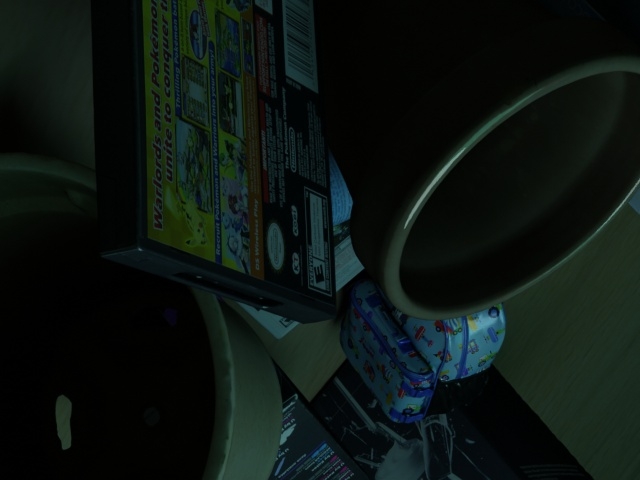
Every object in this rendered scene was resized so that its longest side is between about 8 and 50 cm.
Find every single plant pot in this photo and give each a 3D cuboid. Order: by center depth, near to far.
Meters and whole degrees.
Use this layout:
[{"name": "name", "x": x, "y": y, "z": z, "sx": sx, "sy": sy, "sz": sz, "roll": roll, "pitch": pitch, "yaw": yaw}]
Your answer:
[{"name": "plant pot", "x": -0.173, "y": 0.125, "z": 1.238, "sx": 0.334, "sy": 0.334, "sz": 0.305, "roll": -44, "pitch": 163, "yaw": 7}, {"name": "plant pot", "x": 0.099, "y": -0.109, "z": 1.273, "sx": 0.263, "sy": 0.229, "sz": 0.263, "roll": -26, "pitch": 149, "yaw": -17}]

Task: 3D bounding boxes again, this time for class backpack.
[{"name": "backpack", "x": 0.103, "y": 0.074, "z": 1.621, "sx": 0.117, "sy": 0.158, "sz": 0.173, "roll": -20, "pitch": 152, "yaw": -24}]

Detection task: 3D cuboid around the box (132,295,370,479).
[{"name": "box", "x": -0.083, "y": 0.173, "z": 1.532, "sx": 0.143, "sy": 0.165, "sz": 0.270, "roll": -39, "pitch": 152, "yaw": -3}]

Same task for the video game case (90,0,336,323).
[{"name": "video game case", "x": -0.066, "y": -0.100, "z": 1.085, "sx": 0.035, "sy": 0.274, "sz": 0.248, "roll": -11, "pitch": 164, "yaw": 26}]

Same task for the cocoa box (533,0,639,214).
[{"name": "cocoa box", "x": 0.330, "y": -0.168, "z": 1.352, "sx": 0.231, "sy": 0.347, "sz": 0.228, "roll": -20, "pitch": 147, "yaw": -33}]

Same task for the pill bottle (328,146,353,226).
[{"name": "pill bottle", "x": -0.003, "y": -0.053, "z": 1.388, "sx": 0.160, "sy": 0.087, "sz": 0.087, "roll": -26, "pitch": 149, "yaw": -25}]

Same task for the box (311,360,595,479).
[{"name": "box", "x": 0.102, "y": 0.315, "z": 1.809, "sx": 0.343, "sy": 0.312, "sz": 0.179, "roll": -51, "pitch": 150, "yaw": 19}]

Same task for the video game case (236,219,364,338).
[{"name": "video game case", "x": 0.000, "y": 0.000, "z": 1.539, "sx": 0.190, "sy": 0.022, "sz": 0.173, "roll": -40, "pitch": 153, "yaw": 1}]
